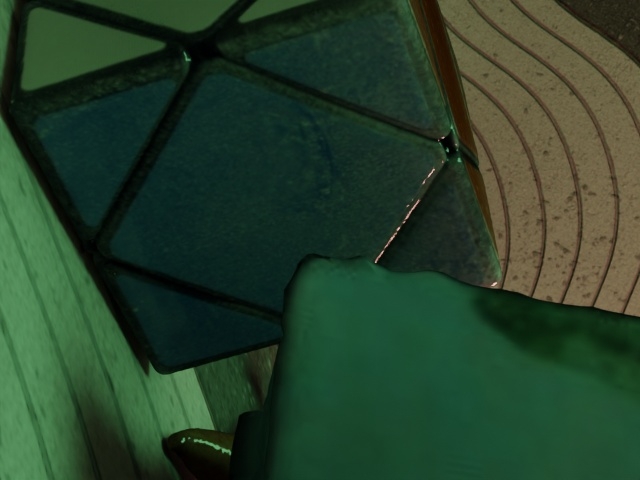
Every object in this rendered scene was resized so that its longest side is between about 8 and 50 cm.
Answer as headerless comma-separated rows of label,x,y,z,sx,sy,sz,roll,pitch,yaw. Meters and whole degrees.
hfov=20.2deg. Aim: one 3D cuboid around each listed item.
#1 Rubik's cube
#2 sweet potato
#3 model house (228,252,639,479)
Rubik's cube,-0.033,-0.083,0.980,0.207,0.205,0.205,-97,168,-48
sweet potato,-0.025,0.137,1.103,0.281,0.059,0.067,25,41,-79
model house,0.073,0.261,0.887,0.339,0.297,0.360,114,-16,-49
